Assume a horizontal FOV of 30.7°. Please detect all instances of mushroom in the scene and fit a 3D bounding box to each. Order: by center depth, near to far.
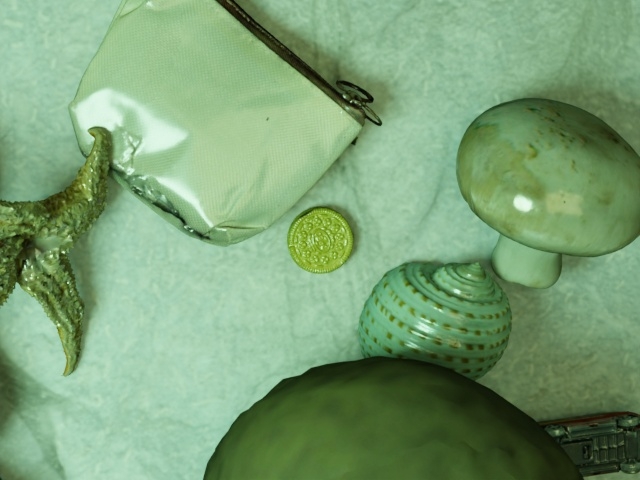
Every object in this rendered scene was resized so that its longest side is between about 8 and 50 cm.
[{"bbox_3d":[0.265,-0.044,1.398,0.244,0.243,0.243,-1,95,-11],"label":"mushroom"}]

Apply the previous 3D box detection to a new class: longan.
[{"bbox_3d":[0.069,0.323,1.264,0.404,0.436,0.404,-1,91,-41],"label":"longan"}]

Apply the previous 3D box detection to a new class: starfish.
[{"bbox_3d":[-0.345,0.030,1.245,0.084,0.293,0.301,21,105,21],"label":"starfish"}]

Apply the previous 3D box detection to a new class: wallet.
[{"bbox_3d":[-0.127,-0.154,1.373,0.335,0.068,0.275,39,86,-3],"label":"wallet"}]

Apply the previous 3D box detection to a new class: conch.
[{"bbox_3d":[0.143,0.116,1.418,0.172,0.131,0.200,18,90,-13],"label":"conch"}]

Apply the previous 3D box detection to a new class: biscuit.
[{"bbox_3d":[0.000,0.000,1.435,0.084,0.023,0.084,-1,95,-11],"label":"biscuit"}]

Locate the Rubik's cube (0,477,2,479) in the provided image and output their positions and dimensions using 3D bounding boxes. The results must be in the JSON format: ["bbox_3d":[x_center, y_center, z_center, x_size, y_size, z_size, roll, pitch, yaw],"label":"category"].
[{"bbox_3d":[-0.415,0.366,1.315,0.163,0.160,0.162,-30,99,-7],"label":"Rubik's cube"}]

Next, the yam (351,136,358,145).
[{"bbox_3d":[-0.002,-0.142,1.428,0.107,0.014,0.014,23,90,-11],"label":"yam"}]

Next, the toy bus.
[{"bbox_3d":[0.341,0.261,1.495,0.174,0.077,0.079,-7,96,-11],"label":"toy bus"}]
